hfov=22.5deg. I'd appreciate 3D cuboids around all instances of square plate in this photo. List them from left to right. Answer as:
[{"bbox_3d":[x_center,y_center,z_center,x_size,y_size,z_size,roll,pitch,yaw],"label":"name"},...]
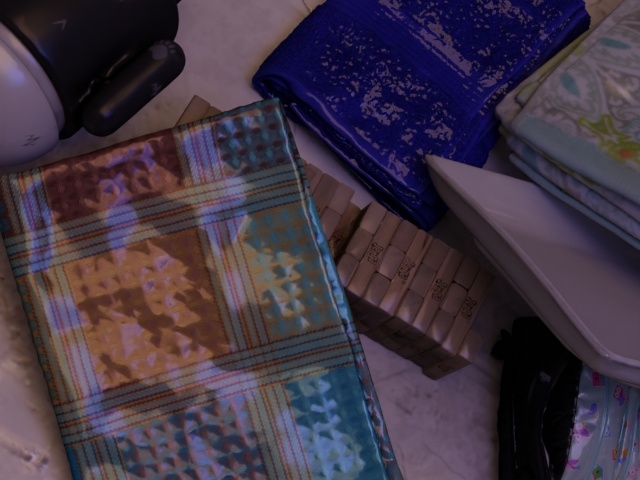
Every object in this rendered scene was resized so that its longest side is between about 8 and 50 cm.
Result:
[{"bbox_3d":[0.288,0.055,1.429,0.347,0.344,0.049,15,112,-30],"label":"square plate"}]

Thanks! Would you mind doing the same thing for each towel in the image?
[{"bbox_3d":[-0.104,0.088,1.379,0.271,0.040,0.370,-17,92,-9],"label":"towel"},{"bbox_3d":[0.110,-0.188,1.570,0.228,0.076,0.308,42,67,-4],"label":"towel"},{"bbox_3d":[0.396,-0.103,1.509,0.374,0.090,0.320,36,61,25],"label":"towel"}]

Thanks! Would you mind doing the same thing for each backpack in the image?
[{"bbox_3d":[0.229,0.162,1.476,0.115,0.152,0.182,10,78,-19],"label":"backpack"}]

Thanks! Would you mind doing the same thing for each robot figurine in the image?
[{"bbox_3d":[-0.236,-0.187,1.408,0.278,0.209,0.173,-46,114,-24],"label":"robot figurine"}]

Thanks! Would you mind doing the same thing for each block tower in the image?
[{"bbox_3d":[0.000,0.000,1.472,0.335,0.091,0.097,32,69,-7],"label":"block tower"}]
